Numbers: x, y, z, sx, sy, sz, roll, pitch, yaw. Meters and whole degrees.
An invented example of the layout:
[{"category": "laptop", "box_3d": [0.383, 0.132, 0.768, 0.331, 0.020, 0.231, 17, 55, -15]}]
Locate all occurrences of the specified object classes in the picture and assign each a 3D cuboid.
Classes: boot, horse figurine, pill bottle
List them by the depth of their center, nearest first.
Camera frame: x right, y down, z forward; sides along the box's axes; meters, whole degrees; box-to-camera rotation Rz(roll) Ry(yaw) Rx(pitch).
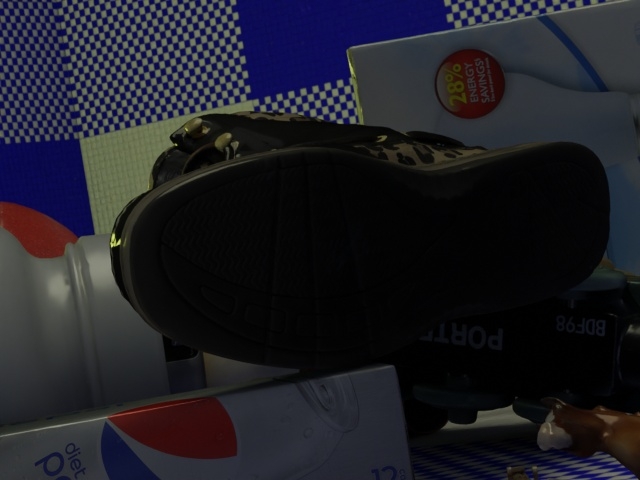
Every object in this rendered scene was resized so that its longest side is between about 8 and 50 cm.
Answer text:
[{"category": "horse figurine", "box_3d": [0.230, 0.103, 0.943, 0.263, 0.066, 0.174, -12, 5, 13]}, {"category": "boot", "box_3d": [-0.026, -0.015, 1.317, 0.377, 0.138, 0.284, -12, 14, -36]}, {"category": "pill bottle", "box_3d": [-0.313, 0.110, 1.342, 0.407, 0.229, 0.229, -10, 0, -9]}, {"category": "boot", "box_3d": [0.042, 0.141, 1.671, 0.152, 0.073, 0.197, -1, 2, 26]}]

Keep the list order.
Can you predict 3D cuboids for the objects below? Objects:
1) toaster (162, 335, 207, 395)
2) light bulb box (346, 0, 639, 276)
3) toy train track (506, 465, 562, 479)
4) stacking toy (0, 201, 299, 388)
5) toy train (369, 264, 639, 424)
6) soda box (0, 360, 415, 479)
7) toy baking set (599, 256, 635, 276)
[{"category": "toaster", "box_3d": [-0.164, 0.121, 1.661, 0.110, 0.168, 0.185, -7, 0, -19]}, {"category": "light bulb box", "box_3d": [0.232, -0.042, 1.923, 0.361, 0.358, 0.225, -10, -1, 3]}, {"category": "toy train track", "box_3d": [0.124, 0.146, 1.213, 0.048, 0.014, 0.083, -9, -1, 2]}, {"category": "stacking toy", "box_3d": [-0.244, 0.107, 1.849, 0.480, 0.351, 0.350, 9, -3, -9]}, {"category": "toy train", "box_3d": [0.143, 0.067, 1.488, 0.334, 0.142, 0.190, 4, 4, 38]}, {"category": "soda box", "box_3d": [-0.090, 0.142, 1.207, 0.286, 0.091, 0.098, -9, 0, -7]}, {"category": "toy baking set", "box_3d": [0.156, 0.069, 1.709, 0.256, 0.030, 0.197, 20, -55, -43]}]
